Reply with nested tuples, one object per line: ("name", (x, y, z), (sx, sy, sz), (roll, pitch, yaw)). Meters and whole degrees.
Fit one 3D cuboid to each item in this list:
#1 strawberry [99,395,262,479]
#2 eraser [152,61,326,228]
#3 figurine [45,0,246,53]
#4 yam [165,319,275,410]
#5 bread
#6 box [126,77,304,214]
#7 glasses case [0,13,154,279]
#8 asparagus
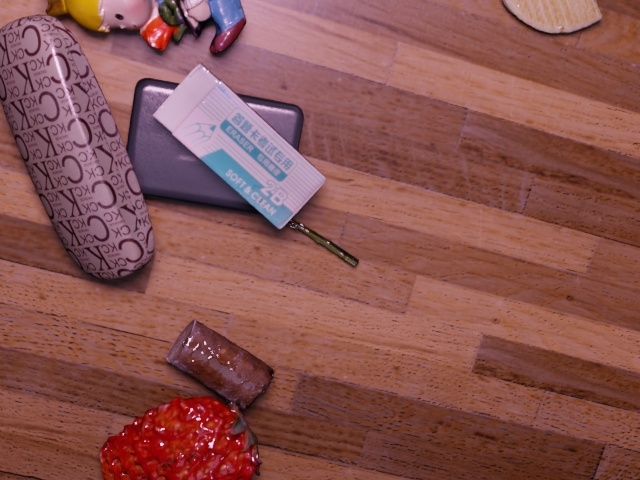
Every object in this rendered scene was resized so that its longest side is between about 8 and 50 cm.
("strawberry", (-0.204, 0.325, 1.287), (0.236, 0.111, 0.190), (-18, 126, 9))
("eraser", (-0.105, -0.122, 1.203), (0.225, 0.052, 0.095), (42, 95, -13))
("figurine", (-0.227, -0.302, 1.175), (0.234, 0.127, 0.185), (-24, 112, -11))
("yam", (-0.141, 0.178, 1.304), (0.141, 0.079, 0.079), (35, 96, -11))
("bread", (0.296, -0.360, 1.260), (0.112, 0.036, 0.193), (-32, 107, 6))
("box", (-0.146, -0.125, 1.250), (0.230, 0.050, 0.160), (9, 100, -8))
("glasses case", (-0.322, -0.115, 1.193), (0.137, 0.085, 0.355), (-10, 106, 36))
("asparagus", (0.000, 0.000, 1.311), (0.127, 0.018, 0.015), (32, 137, -9))
